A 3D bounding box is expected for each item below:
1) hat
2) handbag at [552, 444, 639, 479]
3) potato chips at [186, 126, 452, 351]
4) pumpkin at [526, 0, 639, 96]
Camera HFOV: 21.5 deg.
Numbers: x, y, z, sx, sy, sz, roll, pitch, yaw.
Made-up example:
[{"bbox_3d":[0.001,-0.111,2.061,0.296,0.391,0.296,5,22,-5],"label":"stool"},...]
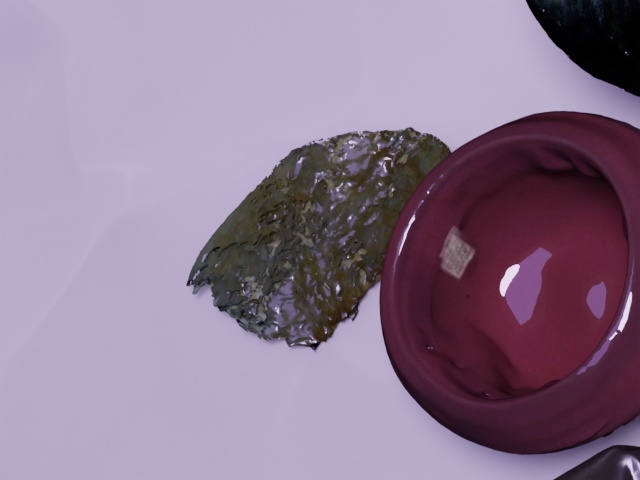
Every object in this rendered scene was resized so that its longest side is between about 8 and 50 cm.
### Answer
[{"bbox_3d":[0.127,0.025,0.929,0.205,0.089,0.205,-16,64,35],"label":"hat"},{"bbox_3d":[0.120,0.266,0.837,0.285,0.113,0.257,-39,57,30],"label":"handbag"},{"bbox_3d":[0.000,0.000,1.071,0.209,0.026,0.142,-4,77,36],"label":"potato chips"},{"bbox_3d":[0.209,-0.181,0.880,0.233,0.163,0.233,-13,67,34],"label":"pumpkin"}]
